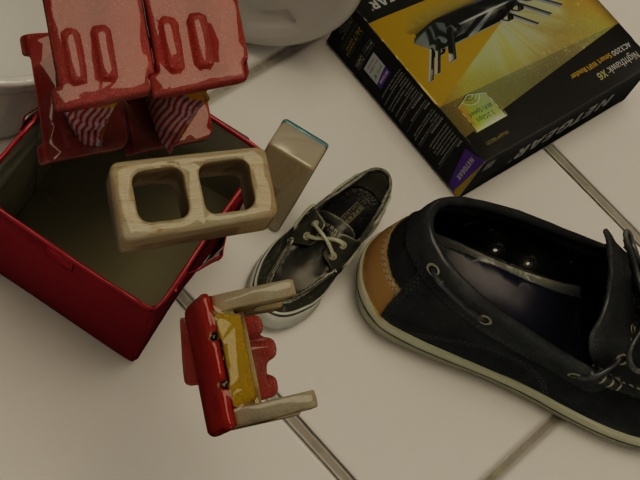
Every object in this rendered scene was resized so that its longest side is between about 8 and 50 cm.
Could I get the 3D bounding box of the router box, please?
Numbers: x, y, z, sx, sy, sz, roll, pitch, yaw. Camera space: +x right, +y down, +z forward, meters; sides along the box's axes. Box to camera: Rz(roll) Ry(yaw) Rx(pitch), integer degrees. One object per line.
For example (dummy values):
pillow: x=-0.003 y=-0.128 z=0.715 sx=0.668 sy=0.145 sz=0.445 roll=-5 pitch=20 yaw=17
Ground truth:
router box: x=0.200 y=-0.218 z=1.773 sx=0.309 sy=0.081 sz=0.243 roll=-31 pitch=75 yaw=-34

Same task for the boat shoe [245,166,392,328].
boat shoe: x=0.000 y=0.000 z=1.560 sx=0.078 sy=0.070 sz=0.219 roll=37 pitch=53 yaw=3

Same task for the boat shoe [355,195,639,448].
boat shoe: x=0.285 y=0.084 z=1.574 sx=0.500 sy=0.156 sz=0.186 roll=20 pitch=52 yaw=-11

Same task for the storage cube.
storage cube: x=-0.187 y=-0.028 z=1.403 sx=0.215 sy=0.193 sz=0.183 roll=34 pitch=68 yaw=0

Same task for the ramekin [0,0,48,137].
ramekin: x=-0.344 y=-0.234 z=1.523 sx=0.277 sy=0.135 sz=0.277 roll=10 pitch=59 yaw=-17

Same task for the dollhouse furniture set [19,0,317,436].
dollhouse furniture set: x=-0.130 y=-0.024 z=1.211 sx=0.152 sy=0.201 sz=0.374 roll=-9 pitch=80 yaw=-15

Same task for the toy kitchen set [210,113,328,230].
toy kitchen set: x=-0.081 y=-0.147 z=1.588 sx=0.207 sy=0.122 sz=0.166 roll=31 pitch=53 yaw=-2

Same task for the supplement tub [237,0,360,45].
supplement tub: x=-0.039 y=-0.407 z=1.696 sx=0.241 sy=0.241 sz=0.331 roll=20 pitch=54 yaw=-9
